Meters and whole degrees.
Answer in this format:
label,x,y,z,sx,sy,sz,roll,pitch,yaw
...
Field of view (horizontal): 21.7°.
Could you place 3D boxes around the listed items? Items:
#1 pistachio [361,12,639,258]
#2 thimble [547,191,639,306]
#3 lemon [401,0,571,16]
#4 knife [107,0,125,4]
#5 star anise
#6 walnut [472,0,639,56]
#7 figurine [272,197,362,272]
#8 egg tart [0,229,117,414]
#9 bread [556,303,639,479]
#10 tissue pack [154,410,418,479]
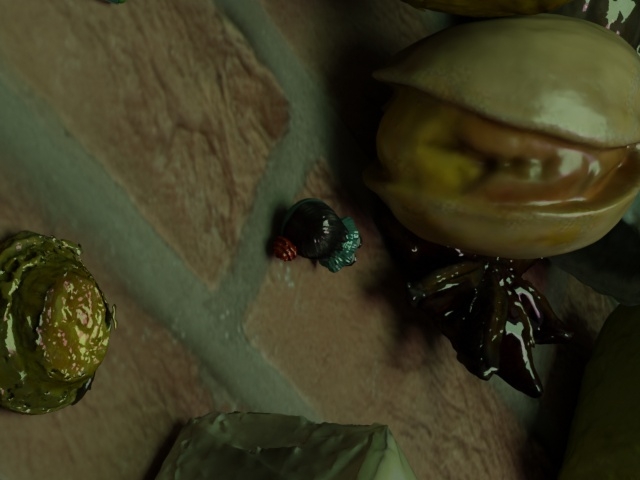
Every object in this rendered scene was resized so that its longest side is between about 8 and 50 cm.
label,x,y,z,sx,sy,sz,roll,pitch,yaw
pistachio,0.181,-0.098,1.515,0.309,0.230,0.230,-5,93,-32
thimble,0.320,-0.038,1.736,0.205,0.250,0.172,45,69,-16
lemon,0.144,-0.370,1.386,0.350,0.350,0.387,14,61,-56
knife,-0.156,-0.257,1.214,0.078,0.023,0.166,12,79,-61
star anise,0.134,0.039,1.593,0.272,0.102,0.272,31,41,-31
walnut,0.249,-0.243,1.678,0.224,0.224,0.224,4,85,-57
figurine,0.000,0.000,1.422,0.060,0.047,0.106,-52,152,6
egg tart,-0.182,0.055,1.129,0.130,0.052,0.130,7,82,-54
bread,0.434,0.218,1.817,0.348,0.348,0.307,49,45,-44
tissue pack,-0.005,0.356,1.242,0.297,0.207,0.380,-60,136,-42
